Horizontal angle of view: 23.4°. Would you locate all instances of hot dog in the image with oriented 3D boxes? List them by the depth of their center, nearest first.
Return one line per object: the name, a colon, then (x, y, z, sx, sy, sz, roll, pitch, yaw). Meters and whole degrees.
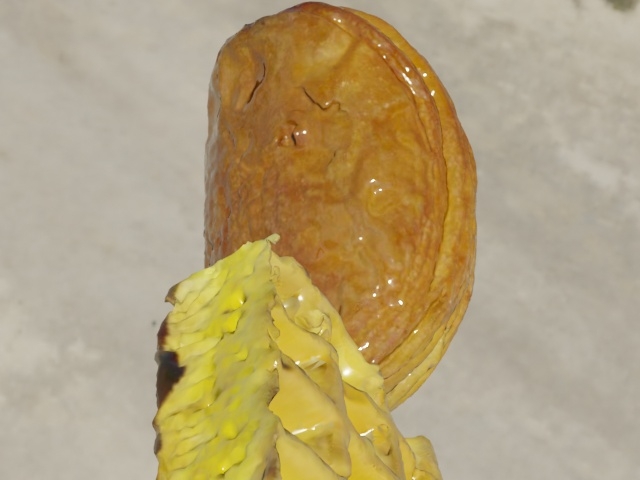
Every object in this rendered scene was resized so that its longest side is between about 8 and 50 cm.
hot dog: (0.000, 0.000, 0.937, 0.122, 0.196, 0.272, 16, 61, -45)

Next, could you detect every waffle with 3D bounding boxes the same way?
waffle: (0.021, 0.121, 0.534, 0.055, 0.211, 0.160, -28, 27, 14)
